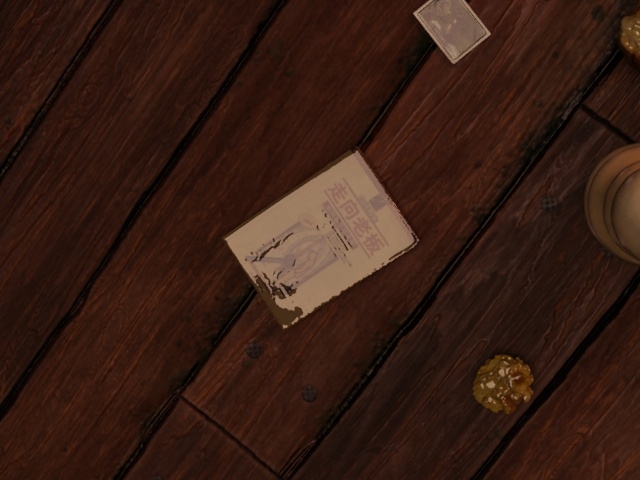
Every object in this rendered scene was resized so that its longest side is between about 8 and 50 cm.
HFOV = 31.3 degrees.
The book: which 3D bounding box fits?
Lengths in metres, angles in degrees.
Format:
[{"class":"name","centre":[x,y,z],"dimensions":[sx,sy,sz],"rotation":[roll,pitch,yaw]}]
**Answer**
[{"class":"book","centre":[0.000,0.000,1.566],"dimensions":[0.231,0.026,0.161],"rotation":[-34,88,12]}]

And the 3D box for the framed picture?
[{"class":"framed picture","centre":[0.174,-0.287,1.514],"dimensions":[0.066,0.006,0.089],"rotation":[-38,88,12]}]

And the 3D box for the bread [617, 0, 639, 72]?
[{"class":"bread","centre":[0.529,-0.224,1.358],"dimensions":[0.344,0.195,0.148],"rotation":[19,79,9]}]

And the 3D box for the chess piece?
[{"class":"chess piece","centre":[0.398,-0.039,1.344],"dimensions":[0.167,0.300,0.167],"rotation":[1,94,11]}]

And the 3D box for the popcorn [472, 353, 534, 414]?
[{"class":"popcorn","centre":[0.243,0.193,1.520],"dimensions":[0.082,0.057,0.083],"rotation":[-14,95,13]}]
